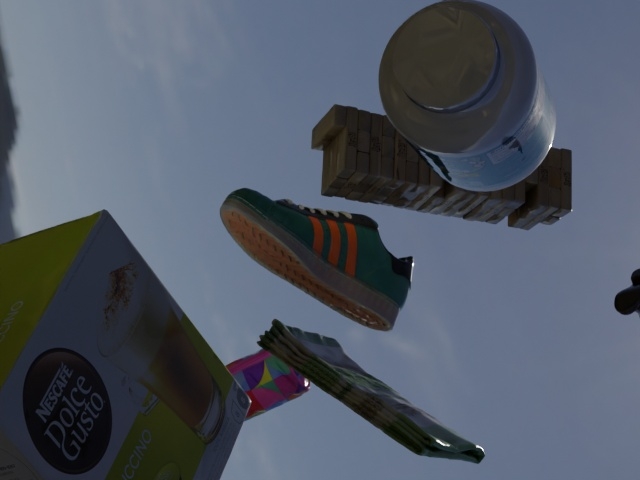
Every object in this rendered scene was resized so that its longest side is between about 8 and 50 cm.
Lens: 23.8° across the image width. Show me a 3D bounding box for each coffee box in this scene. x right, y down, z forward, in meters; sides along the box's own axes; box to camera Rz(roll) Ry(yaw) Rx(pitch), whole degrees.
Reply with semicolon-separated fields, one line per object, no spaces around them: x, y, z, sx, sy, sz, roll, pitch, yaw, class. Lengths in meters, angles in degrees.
-0.345;0.222;1.763;0.334;0.338;0.337;57;34;-28;coffee box

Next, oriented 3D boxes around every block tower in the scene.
0.157;-0.090;1.971;0.091;0.335;0.097;136;-39;-62;block tower

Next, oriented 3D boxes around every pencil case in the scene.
-0.133;0.241;2.416;0.104;0.236;0.104;61;10;-19;pencil case

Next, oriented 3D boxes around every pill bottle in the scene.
0.138;-0.138;1.431;0.264;0.146;0.146;33;40;-73;pill bottle

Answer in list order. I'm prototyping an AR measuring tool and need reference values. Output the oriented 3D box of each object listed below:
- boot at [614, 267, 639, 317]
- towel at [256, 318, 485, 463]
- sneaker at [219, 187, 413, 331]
0.384;0.101;1.772;0.037;0.106;0.114;-11;-71;34;boot
0.038;0.106;1.068;0.152;0.113;0.023;32;-84;28;towel
0.000;0.000;2.044;0.108;0.302;0.121;-10;-130;56;sneaker
